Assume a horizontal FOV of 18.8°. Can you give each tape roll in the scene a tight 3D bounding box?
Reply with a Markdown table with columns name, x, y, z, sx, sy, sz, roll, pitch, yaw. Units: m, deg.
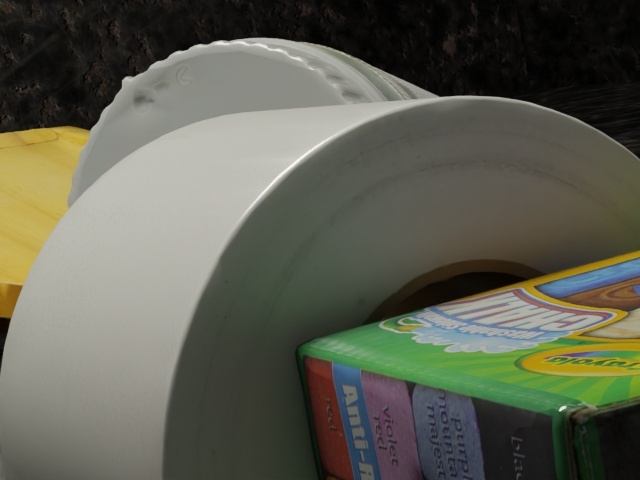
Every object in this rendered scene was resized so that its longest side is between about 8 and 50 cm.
| name | x | y | z | sx | sy | sz | roll | pitch | yaw |
| --- | --- | --- | --- | --- | --- | --- | --- | --- | --- |
| tape roll | 0.018 | 0.068 | 0.744 | 0.246 | 0.246 | 0.169 | -15 | 8 | -26 |

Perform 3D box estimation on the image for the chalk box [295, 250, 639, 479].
| name | x | y | z | sx | sy | sz | roll | pitch | yaw |
| --- | --- | --- | --- | --- | --- | --- | --- | --- | --- |
| chalk box | 0.110 | 0.104 | 0.593 | 0.289 | 0.180 | 0.179 | -12 | 8 | -22 |

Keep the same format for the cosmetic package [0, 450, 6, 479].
| name | x | y | z | sx | sy | sz | roll | pitch | yaw |
| --- | --- | --- | --- | --- | --- | --- | --- | --- | --- |
| cosmetic package | -0.252 | 0.121 | 0.767 | 0.156 | 0.217 | 0.385 | -9 | 14 | 9 |

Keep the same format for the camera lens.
| name | x | y | z | sx | sy | sz | roll | pitch | yaw |
| --- | --- | --- | --- | --- | --- | --- | --- | --- | --- |
| camera lens | 0.000 | 0.000 | 1.176 | 0.219 | 0.219 | 0.274 | -8 | -8 | 23 |

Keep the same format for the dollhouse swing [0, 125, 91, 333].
| name | x | y | z | sx | sy | sz | roll | pitch | yaw |
| --- | --- | --- | --- | --- | --- | --- | --- | --- | --- |
| dollhouse swing | -0.270 | 0.069 | 1.596 | 0.305 | 0.315 | 0.346 | 38 | 31 | 30 |

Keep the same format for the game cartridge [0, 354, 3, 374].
| name | x | y | z | sx | sy | sz | roll | pitch | yaw |
| --- | --- | --- | --- | --- | --- | --- | --- | --- | --- |
| game cartridge | -0.215 | 0.123 | 1.385 | 0.355 | 0.068 | 0.230 | -13 | 12 | -14 |
